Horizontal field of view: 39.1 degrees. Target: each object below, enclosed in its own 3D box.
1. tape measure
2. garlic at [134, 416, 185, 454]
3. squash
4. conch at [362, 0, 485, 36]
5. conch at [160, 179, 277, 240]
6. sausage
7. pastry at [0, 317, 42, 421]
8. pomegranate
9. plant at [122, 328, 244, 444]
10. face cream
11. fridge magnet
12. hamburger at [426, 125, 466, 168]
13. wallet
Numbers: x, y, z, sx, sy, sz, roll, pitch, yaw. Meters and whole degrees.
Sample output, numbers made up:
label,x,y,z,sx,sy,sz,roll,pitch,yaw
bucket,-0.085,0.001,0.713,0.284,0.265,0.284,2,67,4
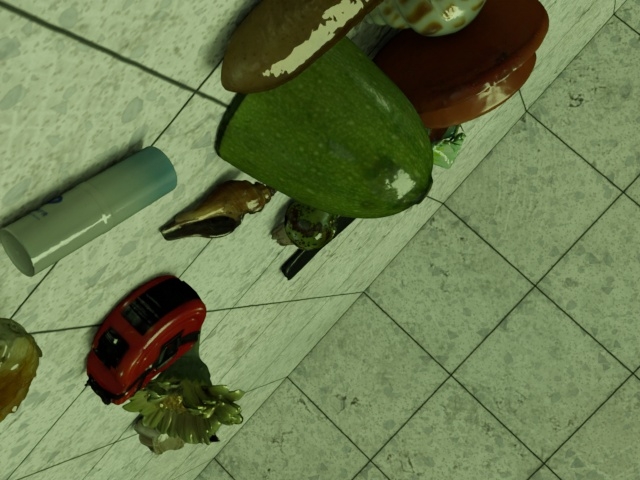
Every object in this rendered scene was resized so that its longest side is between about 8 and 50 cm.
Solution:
label,x,y,z,sx,sy,sz,roll,pitch,yaw
tape measure,-0.343,0.190,1.791,0.253,0.114,0.260,-39,165,-33
garlic,-0.445,0.513,2.493,0.131,0.127,0.194,-23,-173,-16
squash,0.034,-0.151,1.528,0.310,0.309,0.310,-42,167,-12
conch,0.202,-0.444,1.548,0.275,0.148,0.183,-39,131,2
conch,-0.182,-0.056,1.654,0.233,0.086,0.080,-32,-155,-9
sausage,0.048,-0.386,1.286,0.501,0.123,0.136,-44,-164,-9
pastry,-0.517,0.200,1.265,0.257,0.121,0.236,-46,163,6
pomegranate,-0.034,-0.027,2.099,0.163,0.125,0.138,-54,178,32
plant,-0.315,0.344,2.061,0.297,0.306,0.261,-78,172,-61
face cream,-0.315,-0.045,1.247,0.250,0.077,0.077,-36,164,-35
fridge magnet,0.252,-0.339,1.682,0.364,0.155,0.363,-24,-149,15
hamburger,0.217,-0.254,1.878,0.276,0.260,0.150,-41,128,-13
wallet,0.000,0.001,2.509,0.285,0.030,0.146,-44,170,-5
